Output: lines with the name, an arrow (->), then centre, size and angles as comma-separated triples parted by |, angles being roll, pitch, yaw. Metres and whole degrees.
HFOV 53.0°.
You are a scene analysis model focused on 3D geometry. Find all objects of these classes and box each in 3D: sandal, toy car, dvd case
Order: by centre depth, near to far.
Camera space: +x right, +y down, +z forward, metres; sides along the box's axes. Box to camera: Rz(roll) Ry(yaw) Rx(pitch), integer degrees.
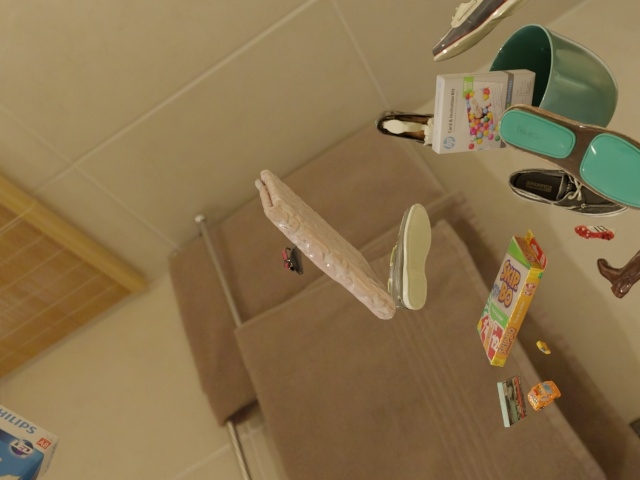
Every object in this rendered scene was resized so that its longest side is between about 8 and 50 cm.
toy car -> 0.395, 0.245, 1.176 | 0.040, 0.060, 0.122 | 30, -136, -39
dvd case -> 0.389, 0.323, 1.300 | 0.119, 0.013, 0.087 | 4, -105, -58
sandal -> -0.065, 0.041, 1.477 | 0.179, 0.040, 0.067 | -102, -1, -81

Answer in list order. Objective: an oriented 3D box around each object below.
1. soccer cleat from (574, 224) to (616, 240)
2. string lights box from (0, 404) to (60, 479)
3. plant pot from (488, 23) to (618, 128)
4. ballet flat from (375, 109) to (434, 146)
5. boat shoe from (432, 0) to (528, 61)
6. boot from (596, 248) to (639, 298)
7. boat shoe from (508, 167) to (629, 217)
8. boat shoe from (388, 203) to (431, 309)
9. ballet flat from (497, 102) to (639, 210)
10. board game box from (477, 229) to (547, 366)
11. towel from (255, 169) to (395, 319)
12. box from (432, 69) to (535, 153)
soccer cleat -> 0.575, -0.019, 1.343 | 0.083, 0.035, 0.029 | 10, 125, 44
string lights box -> -0.524, 0.362, 0.941 | 0.133, 0.076, 0.259 | 27, -156, 4
plant pot -> 0.570, -0.352, 1.570 | 0.235, 0.293, 0.293 | 10, -154, -16
ballet flat -> 0.280, -0.304, 1.772 | 0.096, 0.280, 0.095 | -34, -51, -59
boat shoe -> 0.173, -0.251, 0.715 | 0.049, 0.137, 0.043 | -25, -97, -44
boot -> 0.620, 0.045, 1.298 | 0.114, 0.037, 0.106 | 114, 150, -43
boat shoe -> 0.449, -0.088, 1.157 | 0.070, 0.219, 0.077 | 10, -90, -63
boat shoe -> 0.245, 0.045, 1.813 | 0.109, 0.091, 0.305 | 18, -109, -37
ballet flat -> 0.459, -0.154, 1.100 | 0.316, 0.107, 0.106 | 37, -151, 26
board game box -> 0.379, 0.113, 1.283 | 0.039, 0.259, 0.124 | 12, -152, -7
towel -> 0.000, 0.000, 1.340 | 0.332, 0.053, 0.317 | 41, -173, -20
box -> 0.310, -0.247, 1.228 | 0.038, 0.186, 0.145 | -117, 24, -62
